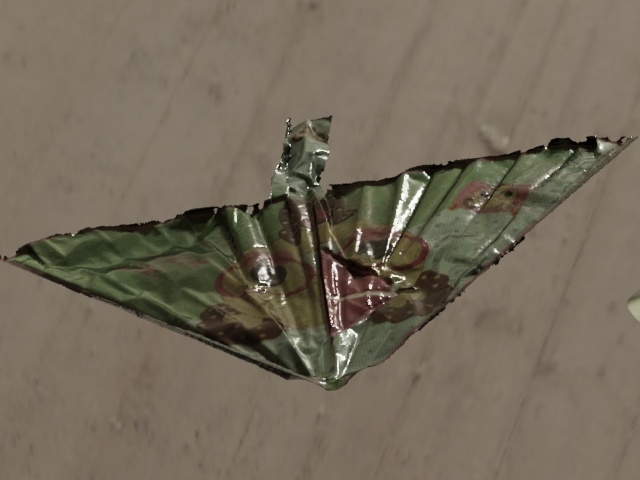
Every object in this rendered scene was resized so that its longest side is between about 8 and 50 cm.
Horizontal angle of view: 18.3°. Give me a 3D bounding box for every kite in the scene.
[{"bbox_3d":[0.000,0.000,0.941,0.323,0.013,0.268,-11,-151,0],"label":"kite"}]

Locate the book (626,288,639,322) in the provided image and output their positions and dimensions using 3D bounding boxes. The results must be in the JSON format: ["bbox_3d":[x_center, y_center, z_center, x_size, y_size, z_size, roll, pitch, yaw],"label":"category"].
[{"bbox_3d":[0.338,-0.091,1.001,0.389,0.269,0.032,-37,-92,-13],"label":"book"}]
